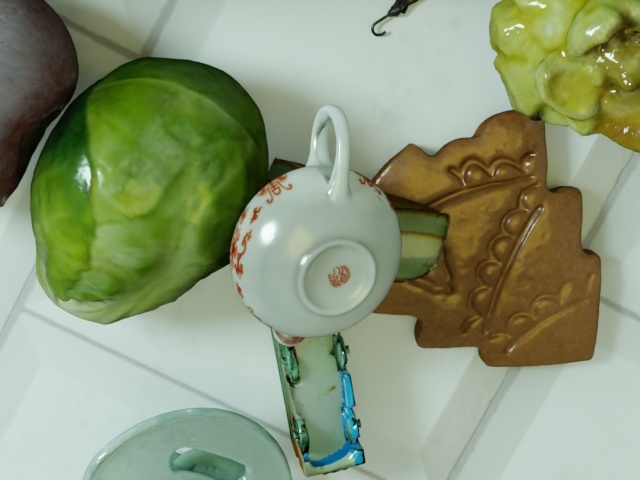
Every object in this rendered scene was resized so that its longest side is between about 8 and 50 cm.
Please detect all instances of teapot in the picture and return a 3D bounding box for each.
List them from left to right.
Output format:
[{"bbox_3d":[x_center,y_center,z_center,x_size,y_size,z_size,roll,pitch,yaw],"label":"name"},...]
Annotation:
[{"bbox_3d":[0.000,0.000,1.190,0.159,0.116,0.245,9,106,-13],"label":"teapot"}]

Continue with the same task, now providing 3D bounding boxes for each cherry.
[{"bbox_3d":[-0.355,-0.148,1.217,0.239,0.206,0.239,-1,112,-2],"label":"cherry"}]

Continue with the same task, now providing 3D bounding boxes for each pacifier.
[{"bbox_3d":[-0.132,0.348,1.317,0.288,0.269,0.343,20,104,-33],"label":"pacifier"}]

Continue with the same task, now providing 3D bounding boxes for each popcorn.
[{"bbox_3d":[0.304,-0.192,1.261,0.286,0.252,0.215,5,142,-2],"label":"popcorn"}]

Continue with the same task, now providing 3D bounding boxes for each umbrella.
[{"bbox_3d":[0.099,-0.248,1.330,0.122,0.013,0.022,-38,114,3],"label":"umbrella"}]

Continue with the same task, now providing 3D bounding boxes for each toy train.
[{"bbox_3d":[-0.004,0.146,1.362,0.072,0.099,0.188,-11,101,-5],"label":"toy train"}]

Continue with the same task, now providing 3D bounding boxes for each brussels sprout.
[{"bbox_3d":[-0.170,-0.040,1.255,0.210,0.219,0.271,23,120,-18],"label":"brussels sprout"}]

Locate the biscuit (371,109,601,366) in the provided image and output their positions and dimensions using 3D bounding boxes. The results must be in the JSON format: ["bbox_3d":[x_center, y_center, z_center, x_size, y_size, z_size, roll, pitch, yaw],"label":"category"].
[{"bbox_3d":[0.181,0.021,1.377,0.306,0.043,0.284,42,96,-11],"label":"biscuit"}]

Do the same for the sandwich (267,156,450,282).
[{"bbox_3d":[0.031,-0.020,1.341,0.113,0.163,0.079,6,105,-49],"label":"sandwich"}]
